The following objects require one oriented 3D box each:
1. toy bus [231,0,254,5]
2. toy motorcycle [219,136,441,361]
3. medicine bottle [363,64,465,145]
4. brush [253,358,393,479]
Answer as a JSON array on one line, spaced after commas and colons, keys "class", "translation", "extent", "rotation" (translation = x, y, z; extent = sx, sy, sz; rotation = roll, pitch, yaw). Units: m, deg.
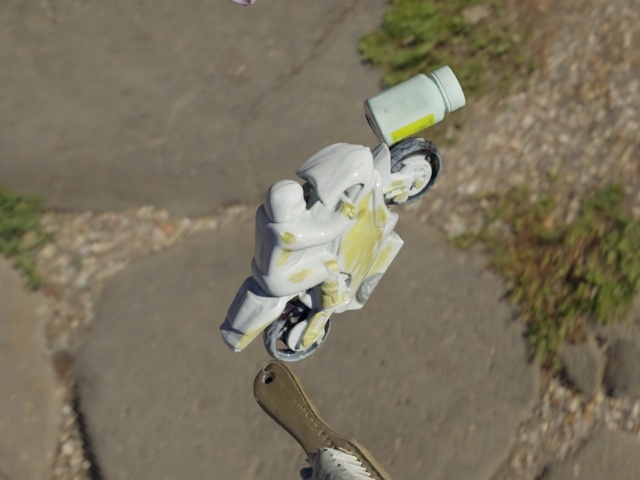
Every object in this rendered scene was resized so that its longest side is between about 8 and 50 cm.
[{"class": "toy bus", "translation": [-0.158, -0.354, 1.557], "extent": [0.386, 0.162, 0.171], "rotation": [31, 144, -18]}, {"class": "toy motorcycle", "translation": [0.000, 0.000, 1.449], "extent": [0.229, 0.151, 0.074], "rotation": [-53, 49, 14]}, {"class": "medicine bottle", "translation": [0.083, -0.121, 1.604], "extent": [0.083, 0.047, 0.047], "rotation": [-25, 102, -4]}, {"class": "brush", "translation": [-0.004, 0.211, 1.832], "extent": [0.065, 0.327, 0.070], "rotation": [30, 100, -36]}]
